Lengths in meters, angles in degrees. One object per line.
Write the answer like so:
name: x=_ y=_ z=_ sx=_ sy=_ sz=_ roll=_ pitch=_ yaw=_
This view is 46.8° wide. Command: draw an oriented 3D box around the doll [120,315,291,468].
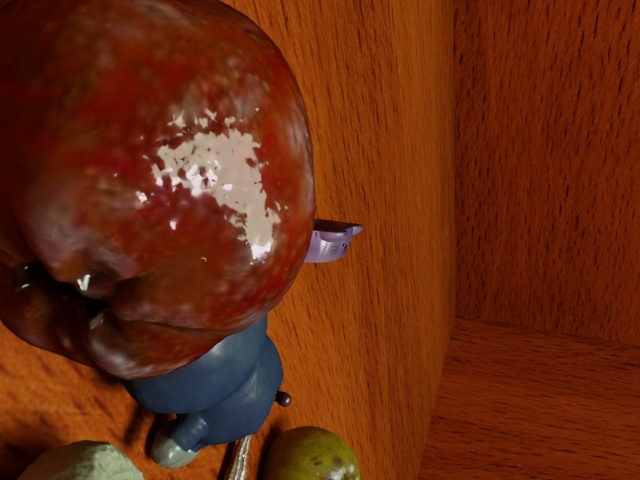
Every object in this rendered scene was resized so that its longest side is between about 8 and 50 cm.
doll: x=-0.128 y=0.120 z=0.790 sx=0.228 sy=0.153 sz=0.258 roll=-66 pitch=150 yaw=-31

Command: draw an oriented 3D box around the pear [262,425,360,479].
pear: x=-0.017 y=0.382 z=1.212 sx=0.148 sy=0.162 sz=0.149 roll=-19 pitch=112 yaw=-59

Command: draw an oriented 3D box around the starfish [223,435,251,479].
starfish: x=-0.110 y=0.467 z=0.980 sx=0.398 sy=0.132 sz=0.384 roll=-37 pitch=137 yaw=-72

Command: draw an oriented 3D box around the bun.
bun: x=-0.198 y=0.262 z=0.595 sx=0.195 sy=0.118 sz=0.196 roll=161 pitch=-90 yaw=-86

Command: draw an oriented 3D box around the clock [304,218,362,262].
clock: x=0.000 y=0.000 z=1.164 sx=0.152 sy=0.109 sz=0.050 roll=-22 pitch=117 yaw=-70

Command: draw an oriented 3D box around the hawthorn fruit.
hawthorn fruit: x=-0.131 y=-0.044 z=0.526 sx=0.284 sy=0.284 sz=0.285 roll=8 pitch=90 yaw=-72
